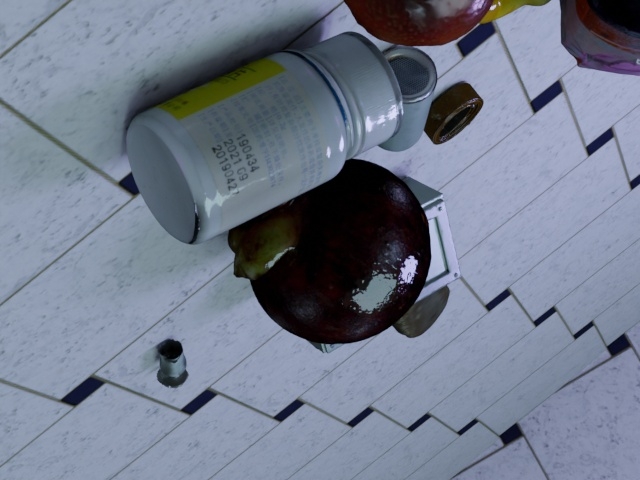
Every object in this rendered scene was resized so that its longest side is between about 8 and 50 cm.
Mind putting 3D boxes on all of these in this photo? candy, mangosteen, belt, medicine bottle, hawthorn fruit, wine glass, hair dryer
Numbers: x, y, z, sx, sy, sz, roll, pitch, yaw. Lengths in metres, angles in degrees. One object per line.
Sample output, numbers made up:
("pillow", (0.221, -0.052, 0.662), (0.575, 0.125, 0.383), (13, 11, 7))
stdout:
("candy", (0.116, 0.059, 2.354), (0.102, 0.104, 0.234), (-42, 161, -2))
("mangosteen", (0.000, 0.000, 1.916), (0.265, 0.228, 0.228), (28, 121, -24))
("belt", (0.161, -0.159, 2.047), (0.083, 0.036, 0.059), (-45, 152, 21))
("medicine bottle", (-0.052, -0.107, 1.645), (0.258, 0.143, 0.143), (-26, 157, -26))
("hawthorn fruit", (0.083, -0.259, 1.518), (0.173, 0.173, 0.179), (-34, -161, -9))
("wine glass", (-0.196, 0.160, 2.153), (0.083, 0.042, 0.039), (92, 16, -62))
("hair dryer", (0.020, -0.120, 1.852), (0.236, 0.073, 0.131), (-28, 159, -17))

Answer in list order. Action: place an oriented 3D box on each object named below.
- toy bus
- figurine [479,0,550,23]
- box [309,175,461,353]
("toy bus", (0.317, -0.302, 1.634), (0.127, 0.302, 0.147), (16, 153, -9))
("figurine", (0.193, -0.318, 1.609), (0.246, 0.156, 0.131), (-56, 176, 32))
("box", (0.062, 0.030, 2.140), (0.225, 0.086, 0.129), (-29, 123, -21))
